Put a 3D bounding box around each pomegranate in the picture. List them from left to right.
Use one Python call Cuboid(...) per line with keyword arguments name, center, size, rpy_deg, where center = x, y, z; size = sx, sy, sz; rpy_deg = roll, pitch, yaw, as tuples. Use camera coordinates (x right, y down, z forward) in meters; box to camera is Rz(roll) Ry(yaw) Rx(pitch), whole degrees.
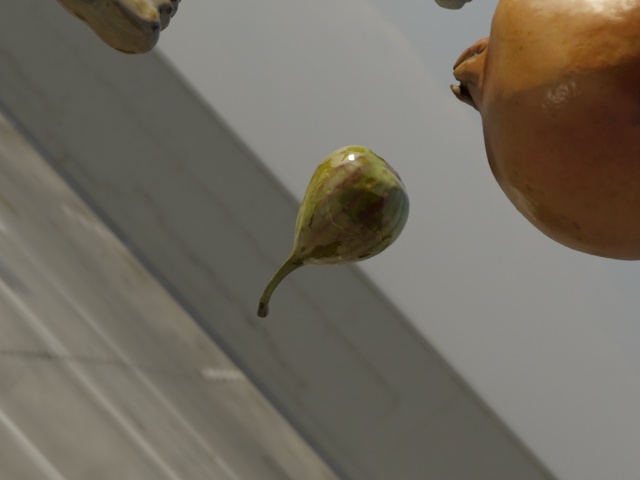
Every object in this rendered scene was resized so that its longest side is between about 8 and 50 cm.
Cuboid(name="pomegranate", center=(0.193, -0.086, 0.979), size=(0.209, 0.209, 0.209), rpy_deg=(47, -3, 3))

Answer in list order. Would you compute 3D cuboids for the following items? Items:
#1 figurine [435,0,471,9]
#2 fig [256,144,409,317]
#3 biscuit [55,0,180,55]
Cuboid(name="figurine", center=(0.287, -0.403, 2.079), size=(0.143, 0.308, 0.308), rpy_deg=(28, 4, -19))
Cuboid(name="fig", center=(0.014, 0.004, 1.292), size=(0.093, 0.166, 0.093), rpy_deg=(27, -1, 1))
Cuboid(name="biscuit", center=(-0.148, -0.249, 0.994), size=(0.217, 0.044, 0.325), rpy_deg=(42, 29, -15))
